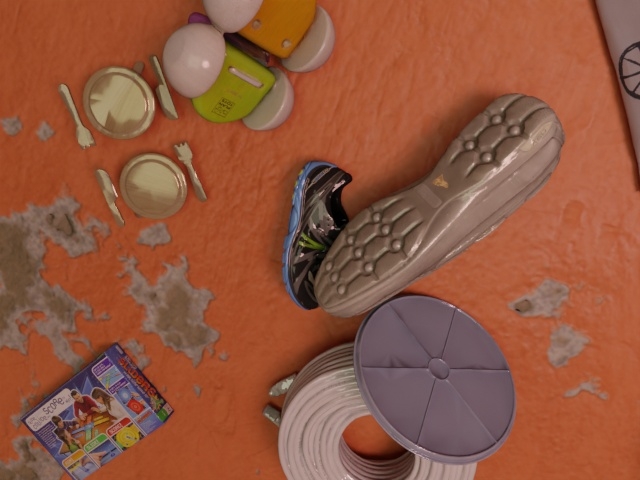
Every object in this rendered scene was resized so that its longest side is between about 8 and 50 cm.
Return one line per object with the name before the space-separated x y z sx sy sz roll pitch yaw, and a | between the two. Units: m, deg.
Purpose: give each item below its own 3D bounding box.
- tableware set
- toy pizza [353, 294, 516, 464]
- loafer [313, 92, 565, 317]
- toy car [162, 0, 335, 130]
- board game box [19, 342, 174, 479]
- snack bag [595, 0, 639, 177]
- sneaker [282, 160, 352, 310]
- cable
tableware set | -0.231 -0.122 0.651 0.128 0.039 0.194 -16 107 2
toy pizza | 0.129 0.154 0.586 0.201 0.201 0.032 29 139 2
loafer | 0.131 -0.019 0.566 0.319 0.112 0.111 -39 135 13
toy car | -0.088 -0.220 0.557 0.182 0.159 0.136 -53 56 18
board game box | -0.338 0.263 0.769 0.201 0.035 0.136 -36 95 17
snack bag | 0.372 -0.198 0.398 0.037 0.323 0.343 -23 100 -19
sneaker | 0.000 0.000 0.622 0.078 0.067 0.188 12 103 14
cable | 0.072 0.252 0.661 0.257 0.089 0.257 -40 94 17
